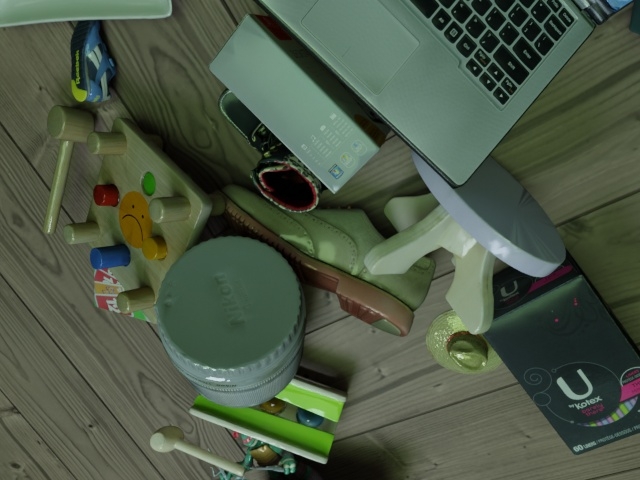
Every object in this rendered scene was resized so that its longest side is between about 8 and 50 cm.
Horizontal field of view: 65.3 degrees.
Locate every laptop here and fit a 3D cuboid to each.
[{"bbox_3d":[0.170,-0.315,0.451,0.382,0.236,0.408,40,91,-13],"label":"laptop"}]

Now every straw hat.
[{"bbox_3d":[0.255,0.192,0.865,0.144,0.061,0.145,5,113,12],"label":"straw hat"}]

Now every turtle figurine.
[{"bbox_3d":[-0.106,0.456,1.030,0.175,0.118,0.234,-25,119,33],"label":"turtle figurine"}]

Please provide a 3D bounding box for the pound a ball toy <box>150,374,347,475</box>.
[{"bbox_3d":[-0.130,0.341,0.959,0.319,0.136,0.208,17,79,6],"label":"pound a ball toy"}]

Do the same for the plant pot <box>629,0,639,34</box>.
[{"bbox_3d":[0.468,-0.332,0.552,0.165,0.166,0.234,20,122,5],"label":"plant pot"}]

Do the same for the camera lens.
[{"bbox_3d":[-0.133,0.140,0.803,0.219,0.219,0.274,19,154,5],"label":"camera lens"}]

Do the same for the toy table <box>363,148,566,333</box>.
[{"bbox_3d":[0.195,-0.019,0.712,0.252,0.274,0.161,10,131,-27],"label":"toy table"}]

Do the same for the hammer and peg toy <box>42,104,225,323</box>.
[{"bbox_3d":[-0.337,-0.061,0.855,0.361,0.127,0.266,41,119,25],"label":"hammer and peg toy"}]

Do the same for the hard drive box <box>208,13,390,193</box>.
[{"bbox_3d":[-0.016,-0.198,0.706,0.232,0.181,0.089,43,114,-7],"label":"hard drive box"}]

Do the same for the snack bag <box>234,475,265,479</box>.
[{"bbox_3d":[0.005,0.590,1.035,0.322,0.037,0.343,4,135,12],"label":"snack bag"}]

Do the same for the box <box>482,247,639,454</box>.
[{"bbox_3d":[0.385,0.165,0.777,0.165,0.143,0.270,-36,99,23],"label":"box"}]

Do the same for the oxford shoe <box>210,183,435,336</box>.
[{"bbox_3d":[0.000,0.000,0.833,0.397,0.140,0.147,32,74,9],"label":"oxford shoe"}]

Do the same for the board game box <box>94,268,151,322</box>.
[{"bbox_3d":[-0.324,0.106,0.987,0.259,0.039,0.124,13,115,5],"label":"board game box"}]

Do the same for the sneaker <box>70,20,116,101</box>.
[{"bbox_3d":[-0.375,-0.299,0.827,0.053,0.059,0.144,9,97,38],"label":"sneaker"}]

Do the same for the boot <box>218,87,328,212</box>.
[{"bbox_3d":[-0.073,-0.143,0.742,0.236,0.179,0.085,37,115,-4],"label":"boot"}]

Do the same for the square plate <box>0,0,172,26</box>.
[{"bbox_3d":[-0.391,-0.512,0.742,0.343,0.049,0.347,3,112,12],"label":"square plate"}]
